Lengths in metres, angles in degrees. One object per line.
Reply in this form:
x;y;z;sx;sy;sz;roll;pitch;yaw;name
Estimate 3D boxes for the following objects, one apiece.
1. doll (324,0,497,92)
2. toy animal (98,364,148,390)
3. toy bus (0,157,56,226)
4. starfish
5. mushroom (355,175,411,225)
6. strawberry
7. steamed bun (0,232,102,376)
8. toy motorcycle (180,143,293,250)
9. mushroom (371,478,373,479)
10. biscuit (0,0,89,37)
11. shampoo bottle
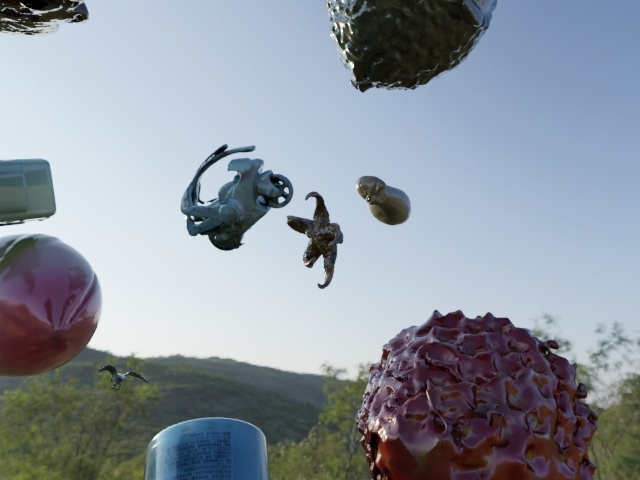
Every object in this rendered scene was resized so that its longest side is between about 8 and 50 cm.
0.109;-0.312;0.621;0.247;0.350;0.248;8;-49;9;doll
-0.315;0.217;0.815;0.050;0.028;0.084;-36;-45;23;toy animal
-0.623;-0.082;0.923;0.164;0.133;0.271;1;9;45;toy bus
0.000;0.001;1.088;0.074;0.190;0.146;-9;-15;-43;starfish
0.158;-0.093;1.289;0.116;0.093;0.225;14;-2;21;mushroom
0.100;0.174;0.432;0.233;0.234;0.178;-11;-12;29;strawberry
-0.578;0.139;1.050;0.308;0.310;0.309;-1;-17;0;steamed bun
-0.206;-0.105;1.228;0.260;0.206;0.154;-40;4;21;toy motorcycle
0.077;0.634;1.122;0.336;0.314;0.314;-45;-20;-3;mushroom
-0.423;-0.329;0.731;0.179;0.039;0.236;-4;3;-44;biscuit
-0.285;0.673;1.313;0.330;0.343;0.331;-6;-44;-6;shampoo bottle
